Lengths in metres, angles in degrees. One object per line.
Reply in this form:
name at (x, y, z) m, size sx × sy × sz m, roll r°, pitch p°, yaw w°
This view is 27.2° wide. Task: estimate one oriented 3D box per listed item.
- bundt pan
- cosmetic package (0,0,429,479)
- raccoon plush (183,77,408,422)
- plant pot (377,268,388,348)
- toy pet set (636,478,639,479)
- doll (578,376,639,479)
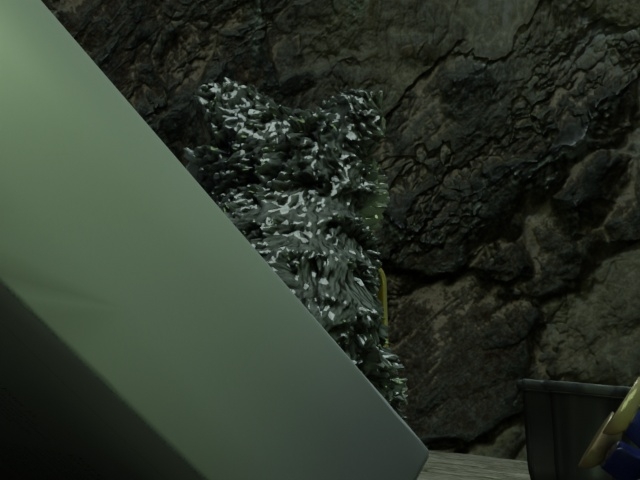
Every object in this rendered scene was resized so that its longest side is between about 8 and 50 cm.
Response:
bundt pan at (0.327, 0.195, 1.127) m, size 0.331 × 0.124 × 0.331 m, roll 5°, pitch -6°, yaw 1°
cosmetic package at (-0.166, 0.006, 0.589) m, size 0.284 × 0.097 × 0.377 m, roll 2°, pitch -40°, yaw 47°
raccoon plush at (0.000, 0.000, 0.963) m, size 0.216 × 0.299 × 0.446 m, roll 10°, pitch -8°, yaw -19°
plant pot at (-0.074, 0.133, 1.237) m, size 0.212 × 0.212 × 0.187 m, roll 10°, pitch -20°, yaw -33°
toy pet set at (0.153, 0.169, 0.695) m, size 0.114 × 0.065 × 0.122 m, roll -15°, pitch -13°, yaw -33°
doll at (0.243, 0.152, 0.736) m, size 0.189 × 0.046 × 0.129 m, roll 33°, pitch -41°, yaw 11°
